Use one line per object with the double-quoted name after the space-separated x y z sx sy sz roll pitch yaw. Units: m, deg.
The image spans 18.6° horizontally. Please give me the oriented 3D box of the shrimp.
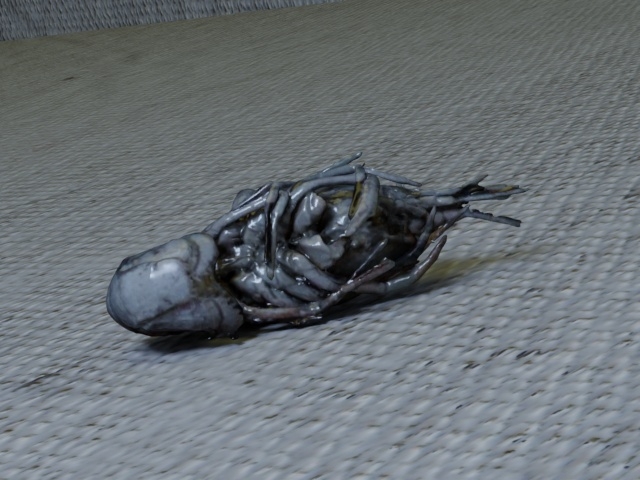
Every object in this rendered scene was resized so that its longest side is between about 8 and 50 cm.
0.000 0.000 0.724 0.165 0.057 0.065 -21 -4 -5 "shrimp"
